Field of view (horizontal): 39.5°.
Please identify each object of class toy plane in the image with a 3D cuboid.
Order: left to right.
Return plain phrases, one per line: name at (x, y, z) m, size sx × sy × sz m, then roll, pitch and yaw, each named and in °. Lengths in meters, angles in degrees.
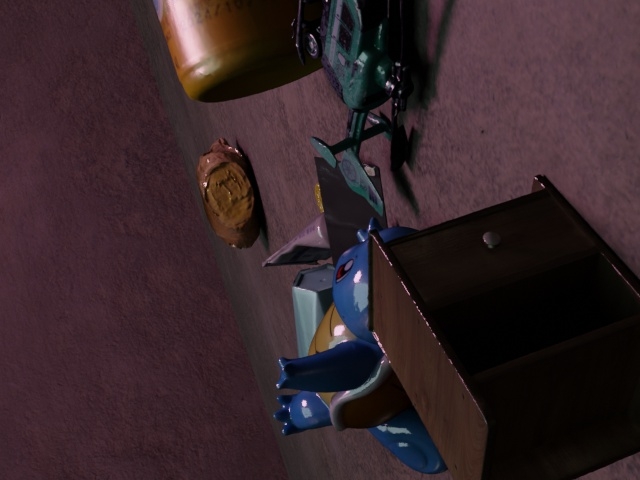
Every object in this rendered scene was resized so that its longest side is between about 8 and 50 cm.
toy plane at (0.050, -0.189, 1.025) m, size 0.155 × 0.106 × 0.382 m, roll 51°, pitch 153°, yaw 27°

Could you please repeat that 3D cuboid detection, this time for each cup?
cup at (0.025, 0.166, 1.525) m, size 0.134 × 0.148 × 0.236 m, roll -74°, pitch -22°, yaw -64°

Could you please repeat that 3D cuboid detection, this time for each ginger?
ginger at (-0.225, -0.111, 2.156) m, size 0.221 × 0.130 × 0.276 m, roll -135°, pitch 34°, yaw -80°

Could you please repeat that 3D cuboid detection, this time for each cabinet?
cabinet at (0.160, 0.078, 0.750) m, size 0.148 × 0.175 × 0.215 m, roll 86°, pitch 162°, yaw -45°

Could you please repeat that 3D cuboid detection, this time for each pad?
pad at (0.050, -0.029, 1.291) m, size 0.116 × 0.004 × 0.193 m, roll 14°, pitch 127°, yaw 37°

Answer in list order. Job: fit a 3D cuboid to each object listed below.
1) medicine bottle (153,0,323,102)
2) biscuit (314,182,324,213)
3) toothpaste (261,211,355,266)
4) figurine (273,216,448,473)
medicine bottle at (-0.132, -0.397, 1.192) m, size 0.224 × 0.224 × 0.384 m, roll 171°, pitch 82°, yaw -76°
biscuit at (0.015, -0.058, 1.478) m, size 0.084 × 0.023 × 0.084 m, roll 160°, pitch 90°, yaw -77°
toothpaste at (0.002, 0.001, 1.441) m, size 0.282 × 0.099 × 0.068 m, roll -35°, pitch 32°, yaw 63°
figurine at (0.059, 0.153, 1.175) m, size 0.243 × 0.298 × 0.416 m, roll 19°, pitch 137°, yaw 30°
